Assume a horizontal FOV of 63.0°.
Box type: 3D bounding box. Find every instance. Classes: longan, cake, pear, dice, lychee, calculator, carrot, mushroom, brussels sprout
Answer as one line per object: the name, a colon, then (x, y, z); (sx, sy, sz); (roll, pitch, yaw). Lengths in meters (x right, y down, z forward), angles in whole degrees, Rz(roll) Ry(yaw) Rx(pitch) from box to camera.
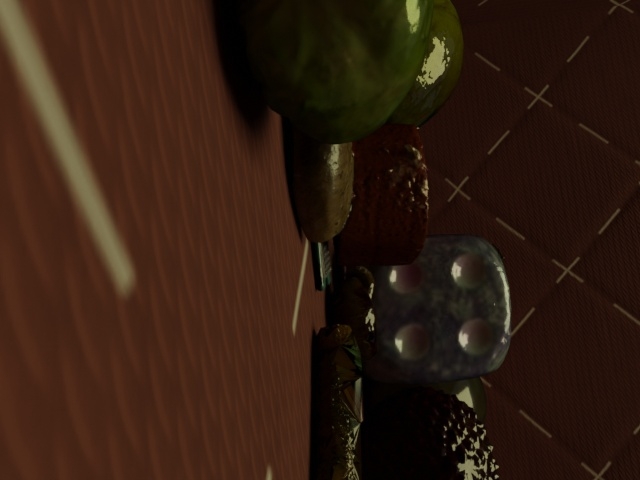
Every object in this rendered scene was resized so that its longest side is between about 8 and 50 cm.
longan: (0.304, 0.469, 1.507); (0.404, 0.336, 0.404); (46, 22, -24)
cake: (0.077, -0.056, 0.803); (0.283, 0.151, 0.176); (95, -3, -67)
pear: (0.105, -0.302, 0.862); (0.269, 0.269, 0.321); (71, 27, -61)
dice: (0.201, 0.132, 1.050); (0.270, 0.272, 0.270); (134, -47, -81)
lychee: (0.178, 0.411, 0.924); (0.264, 0.265, 0.299); (71, 19, -61)
calculator: (0.000, 0.000, 0.761); (0.094, 0.019, 0.141); (-34, 119, -77)
carrot: (0.020, 0.214, 0.637); (0.069, 0.069, 0.228); (75, 14, -54)
mushroom: (0.054, 0.115, 0.874); (0.135, 0.080, 0.170); (99, -10, -60)
brussels sprout: (0.013, -0.193, 0.445); (0.223, 0.161, 0.223); (3, 90, -81)
mushroom: (-0.001, -0.103, 0.627); (0.094, 0.072, 0.209); (4, 81, -73)
